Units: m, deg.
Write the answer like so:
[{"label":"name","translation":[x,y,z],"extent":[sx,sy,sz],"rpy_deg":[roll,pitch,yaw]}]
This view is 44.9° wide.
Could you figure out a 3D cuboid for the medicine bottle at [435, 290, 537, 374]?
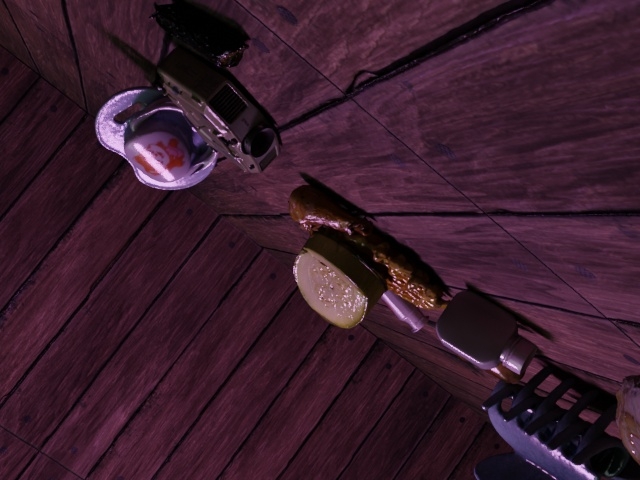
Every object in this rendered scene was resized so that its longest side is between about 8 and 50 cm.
[{"label":"medicine bottle","translation":[0.322,0.184,1.498],"extent":[0.183,0.119,0.069],"rpy_deg":[30,167,27]}]

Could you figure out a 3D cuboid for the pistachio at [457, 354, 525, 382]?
[{"label":"pistachio","translation":[0.366,0.229,1.675],"extent":[0.189,0.100,0.110],"rpy_deg":[32,151,42]}]

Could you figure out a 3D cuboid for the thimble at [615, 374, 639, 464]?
[{"label":"thimble","translation":[0.508,0.265,1.101],"extent":[0.190,0.137,0.143],"rpy_deg":[47,173,5]}]

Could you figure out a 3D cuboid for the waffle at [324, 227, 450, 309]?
[{"label":"waffle","translation":[0.143,0.056,1.736],"extent":[0.302,0.068,0.325],"rpy_deg":[28,167,46]}]

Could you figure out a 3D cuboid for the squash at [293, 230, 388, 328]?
[{"label":"squash","translation":[0.033,0.079,1.696],"extent":[0.220,0.133,0.220],"rpy_deg":[39,163,14]}]

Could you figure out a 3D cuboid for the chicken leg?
[{"label":"chicken leg","translation":[0.020,-0.047,1.606],"extent":[0.208,0.085,0.101],"rpy_deg":[24,133,31]}]

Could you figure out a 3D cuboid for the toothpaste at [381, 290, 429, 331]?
[{"label":"toothpaste","translation":[0.149,0.101,1.986],"extent":[0.323,0.066,0.100],"rpy_deg":[46,174,-6]}]

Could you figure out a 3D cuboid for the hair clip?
[{"label":"hair clip","translation":[0.501,0.427,1.635],"extent":[0.318,0.392,0.238],"rpy_deg":[30,145,52]}]

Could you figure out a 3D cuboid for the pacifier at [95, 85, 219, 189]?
[{"label":"pacifier","translation":[-0.359,-0.261,1.765],"extent":[0.299,0.244,0.233],"rpy_deg":[50,-164,-42]}]

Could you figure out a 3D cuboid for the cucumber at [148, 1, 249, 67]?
[{"label":"cucumber","translation":[-0.175,-0.298,1.108],"extent":[0.181,0.053,0.053],"rpy_deg":[36,172,24]}]

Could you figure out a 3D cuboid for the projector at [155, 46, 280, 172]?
[{"label":"projector","translation":[-0.175,-0.220,1.421],"extent":[0.194,0.088,0.269],"rpy_deg":[36,173,27]}]

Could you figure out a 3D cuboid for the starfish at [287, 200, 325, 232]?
[{"label":"starfish","translation":[0.004,-0.002,1.997],"extent":[0.299,0.060,0.302],"rpy_deg":[56,176,33]}]
